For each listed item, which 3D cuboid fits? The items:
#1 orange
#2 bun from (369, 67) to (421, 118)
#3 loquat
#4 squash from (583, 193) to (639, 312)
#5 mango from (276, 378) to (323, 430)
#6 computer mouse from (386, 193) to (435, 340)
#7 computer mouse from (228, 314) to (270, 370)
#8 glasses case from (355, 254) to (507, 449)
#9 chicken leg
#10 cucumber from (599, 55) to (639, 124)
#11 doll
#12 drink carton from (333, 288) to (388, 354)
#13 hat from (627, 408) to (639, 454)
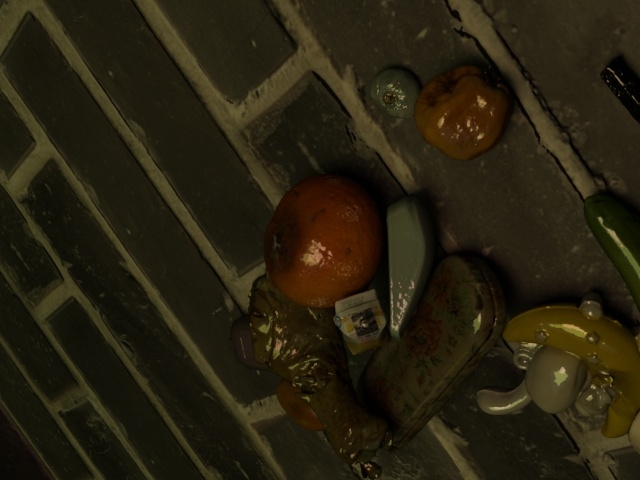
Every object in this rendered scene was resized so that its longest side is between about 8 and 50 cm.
[{"bbox_3d":[0.000,0.000,1.292,0.224,0.170,0.224,-6,83,55],"label":"orange"},{"bbox_3d":[0.112,-0.219,1.189,0.083,0.045,0.083,21,131,27],"label":"bun"},{"bbox_3d":[0.201,-0.179,1.102,0.137,0.113,0.137,2,94,29],"label":"loquat"},{"bbox_3d":[0.439,0.045,1.072,0.069,0.069,0.258,-30,91,43],"label":"squash"},{"bbox_3d":[-0.021,0.321,1.572,0.163,0.089,0.111,-17,91,52],"label":"mango"},{"bbox_3d":[0.138,0.042,1.238,0.079,0.128,0.231,2,95,7],"label":"computer mouse"},{"bbox_3d":[-0.084,0.208,1.571,0.232,0.057,0.120,-1,106,39],"label":"computer mouse"},{"bbox_3d":[0.170,0.195,1.321,0.425,0.098,0.156,118,146,-41],"label":"glasses case"},{"bbox_3d":[-0.001,0.211,1.375,0.429,0.201,0.153,59,-176,29],"label":"chicken leg"},{"bbox_3d":[0.416,-0.162,1.000,0.039,0.043,0.163,-42,89,1],"label":"cucumber"},{"bbox_3d":[0.376,0.190,1.182,0.237,0.111,0.252,17,123,11],"label":"doll"},{"bbox_3d":[0.064,0.124,1.244,0.200,0.084,0.074,75,179,-69],"label":"drink carton"},{"bbox_3d":[0.561,0.306,1.077,0.275,0.161,0.232,28,125,26],"label":"hat"}]
